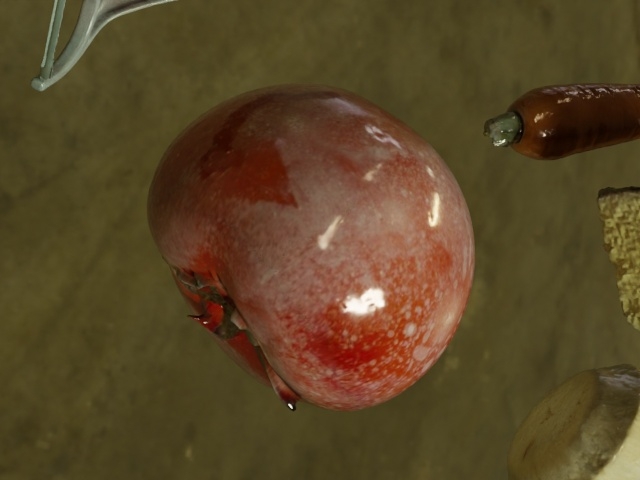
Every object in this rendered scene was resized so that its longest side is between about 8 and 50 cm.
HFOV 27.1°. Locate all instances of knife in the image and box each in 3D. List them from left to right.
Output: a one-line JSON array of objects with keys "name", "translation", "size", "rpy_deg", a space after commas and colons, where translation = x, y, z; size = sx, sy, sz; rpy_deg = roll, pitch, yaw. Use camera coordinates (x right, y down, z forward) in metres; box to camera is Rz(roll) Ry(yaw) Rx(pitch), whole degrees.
[{"name": "knife", "translation": [-0.121, -0.204, 1.009], "size": [0.278, 0.053, 0.123], "rpy_deg": [-33, 152, -53]}]

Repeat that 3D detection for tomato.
[{"name": "tomato", "translation": [0.000, 0.000, 1.059], "size": [0.227, 0.270, 0.270], "rpy_deg": [-42, 135, -20]}]

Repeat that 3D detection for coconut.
[{"name": "coconut", "translation": [0.309, 0.241, 1.336], "size": [0.222, 0.202, 0.202], "rpy_deg": [36, 57, -10]}]

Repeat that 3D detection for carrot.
[{"name": "carrot", "translation": [0.296, -0.120, 1.260], "size": [0.336, 0.069, 0.069], "rpy_deg": [-8, 106, -25]}]

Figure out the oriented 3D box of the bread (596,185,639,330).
[{"name": "bread", "translation": [0.381, -0.013, 1.105], "size": [0.178, 0.240, 0.135], "rpy_deg": [-17, 93, -40]}]
